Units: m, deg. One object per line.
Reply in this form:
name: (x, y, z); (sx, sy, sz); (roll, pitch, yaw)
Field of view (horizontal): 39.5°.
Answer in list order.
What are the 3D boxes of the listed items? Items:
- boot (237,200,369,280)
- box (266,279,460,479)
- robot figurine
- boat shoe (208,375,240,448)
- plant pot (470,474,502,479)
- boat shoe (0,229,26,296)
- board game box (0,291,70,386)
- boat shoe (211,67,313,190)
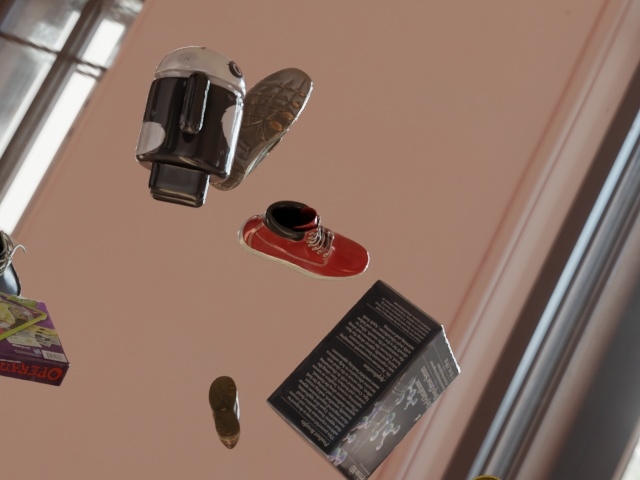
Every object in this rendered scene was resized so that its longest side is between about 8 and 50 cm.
boot: (0.000, 0.000, 1.524); (0.244, 0.088, 0.176); (15, -21, -22)
box: (0.113, 0.345, 2.121); (0.212, 0.395, 0.293); (37, -12, 31)
robot figurine: (-0.225, -0.202, 1.576); (0.209, 0.278, 0.174); (1, -14, 44)
boat shoe: (-0.208, 0.375, 1.946); (0.064, 0.060, 0.178); (-7, 42, -7)
plant pot: (0.293, 0.459, 1.450); (0.095, 0.134, 0.134); (27, -6, -33)
boat shoe: (-0.548, 0.015, 1.460); (0.079, 0.095, 0.254); (-4, -50, 15)
board game box: (-0.562, 0.116, 1.327); (0.347, 0.056, 0.208); (19, 18, -34)
boat shoe: (-0.151, -0.276, 2.161); (0.132, 0.355, 0.130); (44, 15, -1)
